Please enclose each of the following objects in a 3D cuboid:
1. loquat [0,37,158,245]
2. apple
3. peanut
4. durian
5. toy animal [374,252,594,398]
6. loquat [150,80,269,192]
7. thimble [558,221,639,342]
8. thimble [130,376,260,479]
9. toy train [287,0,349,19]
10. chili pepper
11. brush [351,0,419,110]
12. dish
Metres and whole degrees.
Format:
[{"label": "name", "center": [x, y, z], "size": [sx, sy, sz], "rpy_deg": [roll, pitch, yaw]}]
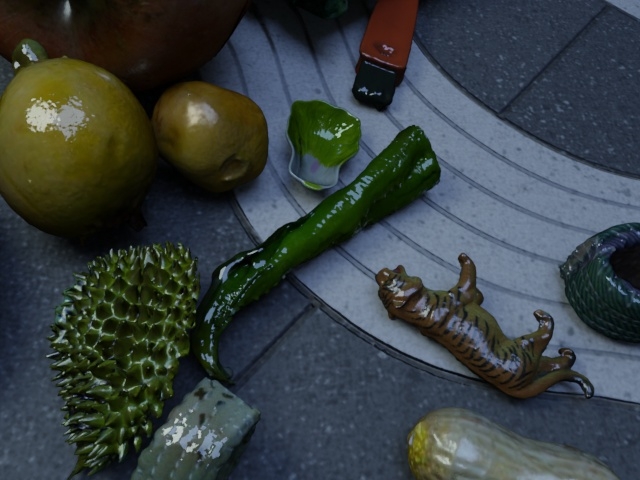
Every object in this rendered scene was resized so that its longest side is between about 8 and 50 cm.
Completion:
[{"label": "loquat", "center": [-0.237, -0.095, 0.585], "size": [0.150, 0.172, 0.204], "rpy_deg": [-22, 89, -16]}, {"label": "apple", "center": [-0.225, -0.333, 0.662], "size": [0.339, 0.338, 0.305], "rpy_deg": [15, 48, -2]}, {"label": "peanut", "center": [0.174, 0.207, 0.530], "size": [0.207, 0.087, 0.087], "rpy_deg": [21, 55, 3]}, {"label": "durian", "center": [-0.174, 0.079, 0.515], "size": [0.096, 0.137, 0.220], "rpy_deg": [25, 50, -32]}, {"label": "toy animal", "center": [0.166, 0.093, 0.628], "size": [0.241, 0.056, 0.099], "rpy_deg": [39, 65, 12]}, {"label": "loquat", "center": [-0.123, -0.116, 0.671], "size": [0.137, 0.113, 0.137], "rpy_deg": [18, 25, -9]}, {"label": "thimble", "center": [0.342, 0.048, 0.667], "size": [0.135, 0.090, 0.118], "rpy_deg": [3, 56, -10]}, {"label": "thimble", "center": [-0.099, 0.169, 0.494], "size": [0.062, 0.084, 0.110], "rpy_deg": [30, 85, 10]}, {"label": "toy train", "center": [0.031, -0.442, 0.861], "size": [0.397, 0.160, 0.253], "rpy_deg": [-33, 56, -28]}, {"label": "chili pepper", "center": [0.000, 0.000, 0.644], "size": [0.359, 0.084, 0.076], "rpy_deg": [-41, 34, -25]}, {"label": "brush", "center": [0.103, -0.310, 0.877], "size": [0.070, 0.051, 0.323], "rpy_deg": [14, 55, 1]}, {"label": "dish", "center": [-0.003, -0.104, 0.728], "size": [0.091, 0.039, 0.137], "rpy_deg": [17, 56, -7]}]
